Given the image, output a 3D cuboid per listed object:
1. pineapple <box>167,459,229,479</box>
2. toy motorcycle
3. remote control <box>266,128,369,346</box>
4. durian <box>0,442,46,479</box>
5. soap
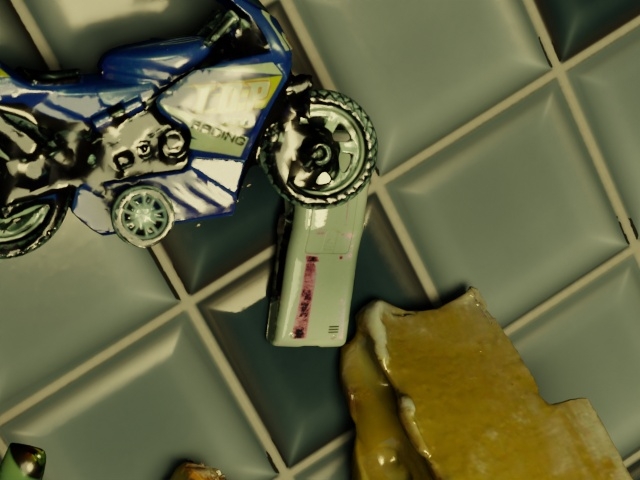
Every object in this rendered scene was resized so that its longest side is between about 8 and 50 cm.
[{"bbox_3d":[-0.085,0.286,1.365,0.135,0.079,0.233,23,96,-28],"label":"pineapple"},{"bbox_3d":[-0.119,-0.084,1.227,0.315,0.113,0.168,-9,98,-11],"label":"toy motorcycle"},{"bbox_3d":[0.000,0.000,1.340,0.065,0.029,0.166,2,105,-23],"label":"remote control"},{"bbox_3d":[-0.300,0.156,1.202,0.146,0.159,0.198,-57,150,13],"label":"durian"},{"bbox_3d":[0.108,0.243,1.452,0.169,0.304,0.338,-16,151,-23],"label":"soap"}]
